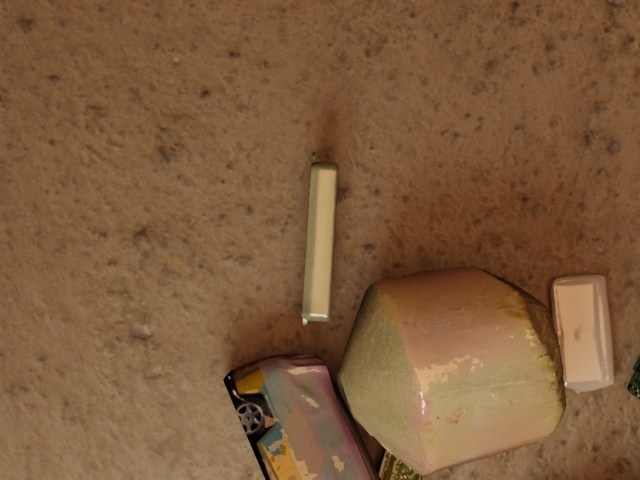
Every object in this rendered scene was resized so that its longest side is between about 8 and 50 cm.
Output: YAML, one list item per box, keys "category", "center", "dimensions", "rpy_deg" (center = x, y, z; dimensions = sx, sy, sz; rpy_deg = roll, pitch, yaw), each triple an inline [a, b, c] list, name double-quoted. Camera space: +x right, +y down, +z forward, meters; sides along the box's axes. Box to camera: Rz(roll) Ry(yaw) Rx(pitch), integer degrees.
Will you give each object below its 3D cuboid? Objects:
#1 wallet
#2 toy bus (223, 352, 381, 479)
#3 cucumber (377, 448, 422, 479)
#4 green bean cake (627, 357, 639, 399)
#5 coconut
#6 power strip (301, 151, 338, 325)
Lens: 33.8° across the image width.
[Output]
- category: "wallet"
  center: [0.418, 0.148, 1.681]
  dimensions: [0.095, 0.033, 0.190]
  rpy_deg: [-3, 90, 2]
- category: "toy bus"
  center: [-0.005, 0.347, 1.603]
  dimensions: [0.162, 0.171, 0.386]
  rpy_deg: [-24, 77, -7]
- category: "cucumber"
  center: [0.110, 0.429, 1.675]
  dimensions: [0.078, 0.062, 0.211]
  rpy_deg: [17, 83, 15]
- category: "green bean cake"
  center: [0.568, 0.178, 1.594]
  dimensions: [0.107, 0.208, 0.193]
  rpy_deg: [39, 88, 4]
- category: "coconut"
  center: [0.178, 0.188, 1.564]
  dimensions: [0.309, 0.297, 0.297]
  rpy_deg: [-9, 90, -6]
- category: "power strip"
  center: [0.000, 0.000, 1.643]
  dimensions: [0.046, 0.118, 0.270]
  rpy_deg: [3, 90, 1]
